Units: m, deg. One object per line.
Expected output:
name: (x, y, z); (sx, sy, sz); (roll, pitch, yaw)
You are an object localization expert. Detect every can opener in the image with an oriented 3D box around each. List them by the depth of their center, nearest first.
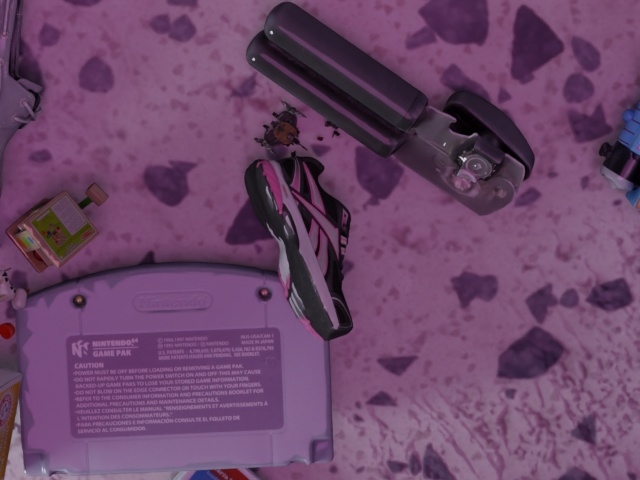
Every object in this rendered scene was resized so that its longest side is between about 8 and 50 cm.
can opener: (0.070, -0.127, 1.488); (0.283, 0.095, 0.076); (35, 132, -4)

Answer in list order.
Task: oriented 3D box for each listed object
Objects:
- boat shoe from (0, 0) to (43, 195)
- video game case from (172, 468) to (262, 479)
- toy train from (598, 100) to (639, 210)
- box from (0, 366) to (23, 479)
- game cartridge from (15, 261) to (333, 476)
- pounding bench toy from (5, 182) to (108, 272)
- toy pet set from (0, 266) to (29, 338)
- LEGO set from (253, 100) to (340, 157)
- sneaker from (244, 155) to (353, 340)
boat shoe: (-0.290, -0.136, 1.444); (0.081, 0.079, 0.228); (-1, 98, -3)
video game case: (-0.127, 0.364, 1.574); (0.204, 0.025, 0.285); (43, 83, -12)
toy train: (0.334, -0.106, 1.501); (0.105, 0.080, 0.184); (30, 102, -1)
box: (-0.389, 0.156, 1.470); (0.203, 0.103, 0.114); (16, 103, 12)
game cartridge: (-0.137, 0.119, 1.521); (0.294, 0.060, 0.196); (-2, 99, -3)
pounding bench toy: (-0.239, -0.017, 1.492); (0.083, 0.065, 0.052); (-43, 104, -25)
toy pet set: (-0.324, 0.034, 1.502); (0.122, 0.065, 0.114); (-8, 104, 35)
LEGO set: (-0.024, -0.104, 1.506); (0.083, 0.023, 0.054); (3, 106, -18)
sneaker: (0.000, 0.000, 1.475); (0.077, 0.072, 0.178); (-18, 86, -24)
